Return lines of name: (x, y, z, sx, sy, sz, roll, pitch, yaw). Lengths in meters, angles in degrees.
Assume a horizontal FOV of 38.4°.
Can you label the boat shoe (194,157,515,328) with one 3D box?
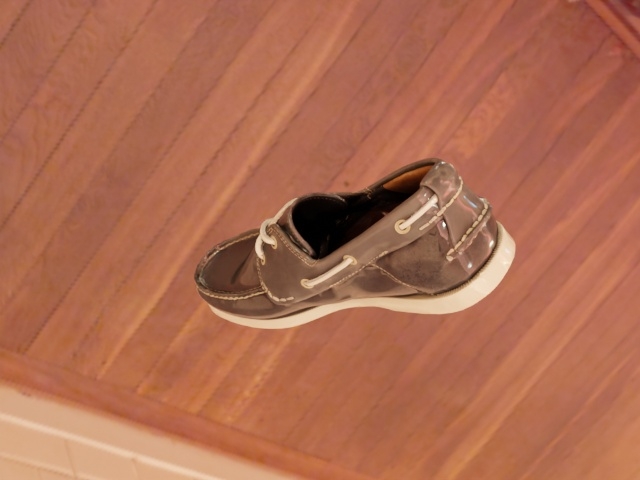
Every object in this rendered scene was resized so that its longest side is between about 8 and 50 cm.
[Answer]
boat shoe: (0.000, 0.000, 0.553, 0.079, 0.233, 0.084, 46, 53, -30)
